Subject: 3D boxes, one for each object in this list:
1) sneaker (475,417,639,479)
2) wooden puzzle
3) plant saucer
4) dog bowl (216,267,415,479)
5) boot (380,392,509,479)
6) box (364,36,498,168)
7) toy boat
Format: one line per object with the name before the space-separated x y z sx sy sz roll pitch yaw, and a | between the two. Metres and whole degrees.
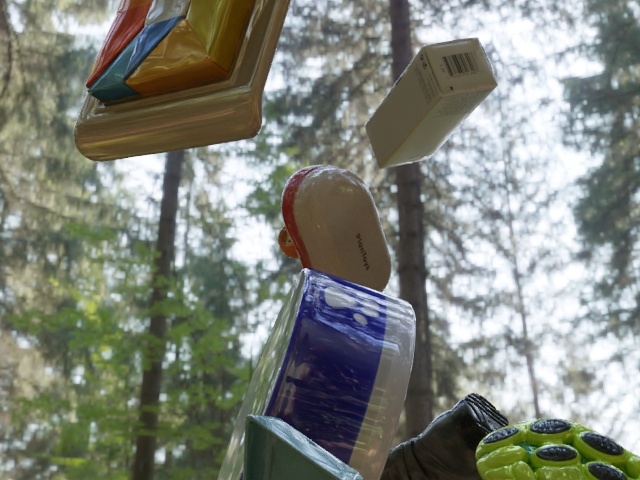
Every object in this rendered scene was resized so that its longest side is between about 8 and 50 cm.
sneaker | 0.284 0.255 0.846 0.295 0.109 0.123 15 -53 10
wooden puzzle | -0.108 -0.187 0.741 0.221 0.238 0.044 -3 -21 41
plant saucer | -0.013 0.171 0.456 0.067 0.018 0.192 27 -52 33
dog bowl | -0.012 0.162 0.835 0.104 0.265 0.265 21 -31 -6
boot | 0.183 0.287 1.047 0.246 0.083 0.161 43 -63 -16
box | 0.176 -0.222 1.526 0.113 0.094 0.275 -13 -15 -23
toy boat | 0.000 0.000 1.346 0.151 0.151 0.231 6 -53 38
